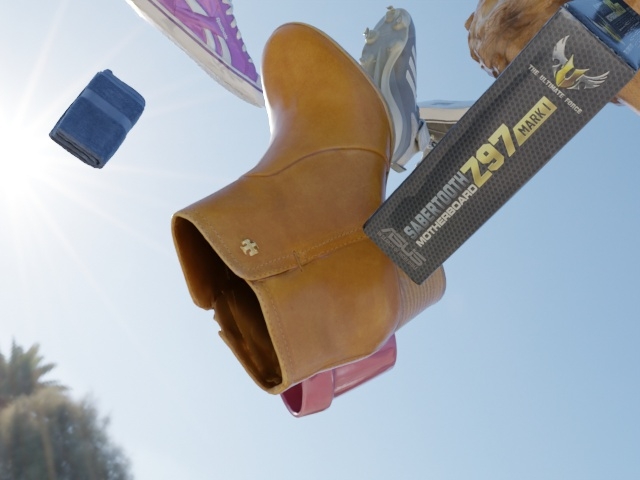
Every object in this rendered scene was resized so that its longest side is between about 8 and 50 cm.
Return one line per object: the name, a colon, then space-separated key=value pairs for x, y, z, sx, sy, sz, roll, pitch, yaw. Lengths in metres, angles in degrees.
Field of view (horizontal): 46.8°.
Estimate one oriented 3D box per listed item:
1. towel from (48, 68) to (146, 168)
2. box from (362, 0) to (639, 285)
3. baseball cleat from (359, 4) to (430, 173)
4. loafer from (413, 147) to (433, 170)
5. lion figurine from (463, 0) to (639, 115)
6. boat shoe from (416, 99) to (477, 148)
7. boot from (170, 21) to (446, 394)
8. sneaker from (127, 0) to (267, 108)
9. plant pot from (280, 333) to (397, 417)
towel: x=-0.239 y=-0.132 z=0.805 sx=0.067 sy=0.120 sz=0.029 roll=38 pitch=-47 yaw=-20
box: x=0.142 y=-0.082 z=0.519 sx=0.059 sy=0.232 sz=0.183 roll=45 pitch=-57 yaw=5
baseball cleat: x=0.092 y=-0.180 z=0.907 sx=0.072 sy=0.206 sz=0.109 roll=-5 pitch=-27 yaw=39
loafer: x=0.204 y=-0.145 z=1.323 sx=0.039 sy=0.045 sz=0.125 roll=-9 pitch=-29 yaw=-23
lion figurine: x=0.335 y=-0.154 z=0.687 sx=0.392 sy=0.142 sz=0.240 roll=45 pitch=-55 yaw=7
boat shoe: x=0.175 y=-0.172 z=1.119 sx=0.219 sy=0.077 sz=0.070 roll=22 pitch=-54 yaw=62
boot: x=-0.029 y=-0.045 z=0.570 sx=0.104 sy=0.211 sz=0.295 roll=-37 pitch=-105 yaw=43
sneaker: x=-0.153 y=-0.349 z=1.189 sx=0.282 sy=0.161 sz=0.102 roll=41 pitch=-3 yaw=-23
plant pot: x=0.020 y=0.175 z=1.226 sx=0.180 sy=0.201 sz=0.201 roll=-11 pitch=-29 yaw=-19
